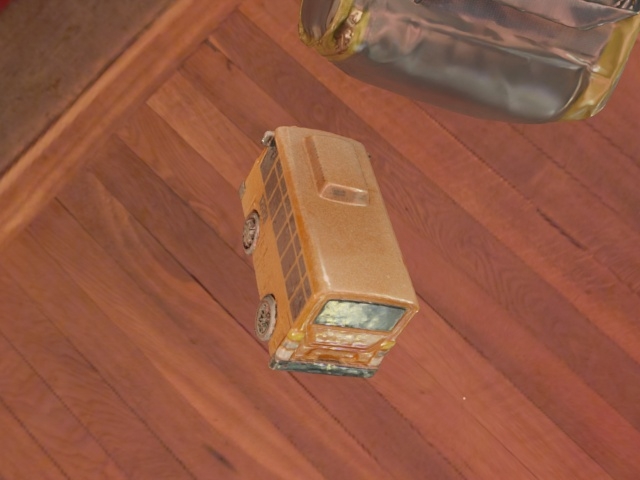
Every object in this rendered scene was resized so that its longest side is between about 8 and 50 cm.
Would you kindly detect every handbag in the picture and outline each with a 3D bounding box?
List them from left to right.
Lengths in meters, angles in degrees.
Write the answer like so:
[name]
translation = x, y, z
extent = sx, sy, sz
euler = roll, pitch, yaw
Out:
[handbag]
translation = 0.128, -0.239, 0.682
extent = 0.241, 0.222, 0.263
euler = 15, 103, -15

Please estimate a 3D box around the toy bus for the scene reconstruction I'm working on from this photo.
[toy bus]
translation = 0.000, 0.000, 0.616
extent = 0.091, 0.103, 0.182
euler = 9, 44, -25
